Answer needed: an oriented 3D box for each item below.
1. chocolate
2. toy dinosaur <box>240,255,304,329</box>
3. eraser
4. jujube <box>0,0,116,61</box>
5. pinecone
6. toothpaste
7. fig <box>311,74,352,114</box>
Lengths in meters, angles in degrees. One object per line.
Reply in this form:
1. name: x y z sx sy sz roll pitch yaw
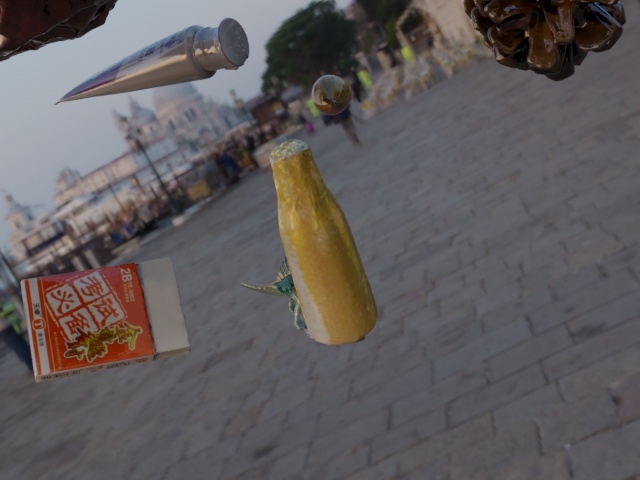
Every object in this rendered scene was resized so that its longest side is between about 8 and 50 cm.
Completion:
1. chocolate: 0.000 0.000 0.916 0.086 0.219 0.085 -11 33 7
2. toy dinosaur: -0.035 0.060 1.343 0.187 0.106 0.044 32 28 33
3. eraser: -0.325 0.117 1.404 0.230 0.157 0.038 -9 -26 -17
4. jujube: -0.358 -0.318 0.971 0.377 0.276 0.276 -2 25 45
5. pinecone: 0.269 -0.305 1.096 0.203 0.228 0.201 -8 -19 9
6. toothpaste: -0.238 -0.243 1.294 0.299 0.073 0.114 -8 28 31
7. fig: 0.012 -0.175 1.134 0.050 0.050 0.083 -27 15 12
